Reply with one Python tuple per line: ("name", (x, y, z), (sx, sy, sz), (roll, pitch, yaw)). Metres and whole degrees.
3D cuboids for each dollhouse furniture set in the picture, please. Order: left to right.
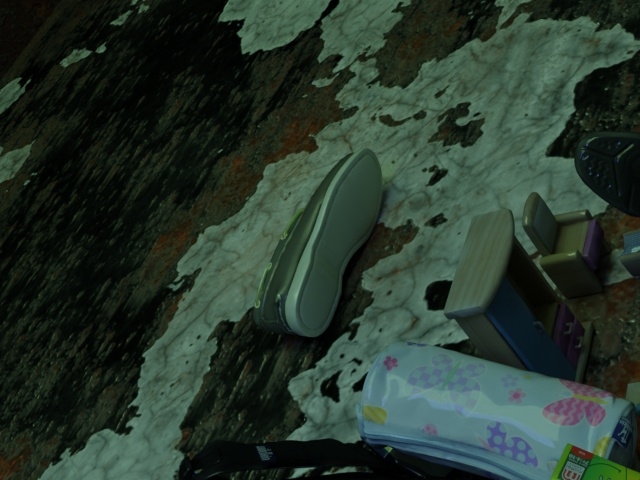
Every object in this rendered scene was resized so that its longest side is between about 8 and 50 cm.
("dollhouse furniture set", (0.326, 0.026, 1.356), (0.303, 0.198, 0.286), (-13, 40, 36))

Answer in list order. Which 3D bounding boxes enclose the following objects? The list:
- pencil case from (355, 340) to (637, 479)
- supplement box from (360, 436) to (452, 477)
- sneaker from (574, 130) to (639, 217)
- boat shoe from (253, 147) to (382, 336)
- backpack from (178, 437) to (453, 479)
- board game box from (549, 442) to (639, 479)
("pencil case", (0.174, 0.184, 1.317), (0.273, 0.113, 0.124), (15, 56, 28))
("supplement box", (0.106, 0.218, 1.455), (0.083, 0.083, 0.056), (-45, 32, -8))
("sneaker", (0.373, -0.068, 1.447), (0.130, 0.227, 0.087), (-118, 38, -79))
("boat shoe", (-0.002, -0.003, 1.831), (0.091, 0.109, 0.305), (-3, 50, 38))
("backpack", (0.023, 0.308, 1.279), (0.263, 0.213, 0.276), (-11, 13, -32))
("board game box", (0.286, 0.244, 1.142), (0.181, 0.092, 0.043), (21, 60, 21))
